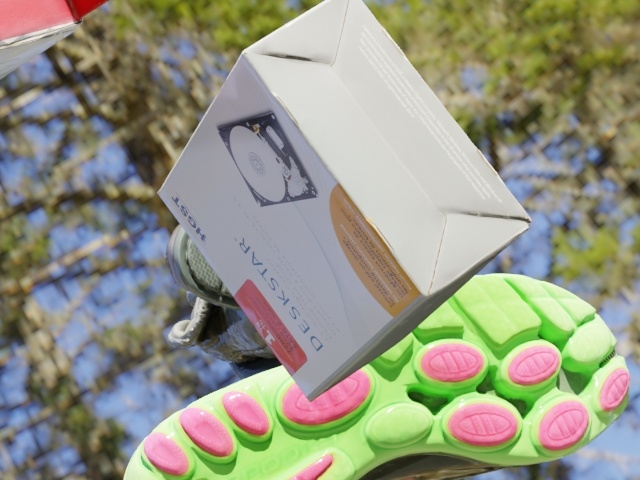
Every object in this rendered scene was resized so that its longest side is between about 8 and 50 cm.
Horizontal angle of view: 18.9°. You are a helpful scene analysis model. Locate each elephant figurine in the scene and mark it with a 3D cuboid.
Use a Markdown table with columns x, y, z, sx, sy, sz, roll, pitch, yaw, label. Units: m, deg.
| x | y | z | sx | sy | sz | roll | pitch | yaw | label |
| --- | --- | --- | --- | --- | --- | --- | --- | --- | --- |
| -0.073 | 0.077 | 1.940 | 0.239 | 0.169 | 0.186 | -42 | -11 | 38 | elephant figurine |

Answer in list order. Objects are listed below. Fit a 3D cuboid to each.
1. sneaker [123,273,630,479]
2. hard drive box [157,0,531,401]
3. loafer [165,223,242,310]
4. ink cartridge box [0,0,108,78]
| x | y | z | sx | sy | sz | roll | pitch | yaw | label |
| --- | --- | --- | --- | --- | --- | --- | --- | --- | --- |
| 0.045 | 0.157 | 1.707 | 0.483 | 0.185 | 0.202 | -15 | -7 | -15 | sneaker |
| 0.007 | -0.021 | 1.203 | 0.089 | 0.181 | 0.232 | -34 | -7 | -25 | hard drive box |
| 0.000 | 0.000 | 1.442 | 0.267 | 0.084 | 0.096 | -10 | -87 | -28 | loafer |
| -0.293 | -0.231 | 1.179 | 0.272 | 0.309 | 0.130 | -28 | 0 | 33 | ink cartridge box |
